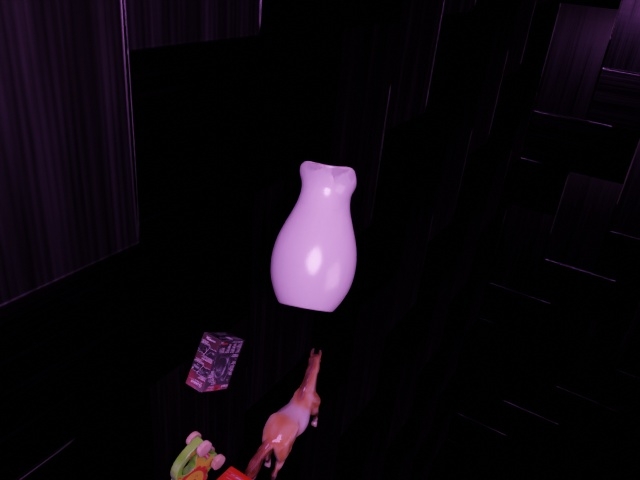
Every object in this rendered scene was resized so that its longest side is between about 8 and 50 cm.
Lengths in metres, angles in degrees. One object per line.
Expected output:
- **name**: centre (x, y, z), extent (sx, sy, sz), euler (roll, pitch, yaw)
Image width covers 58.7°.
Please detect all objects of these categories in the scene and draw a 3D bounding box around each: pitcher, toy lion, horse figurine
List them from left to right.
- **toy lion**: centre (-0.190, 0.340, 0.832), extent (0.096, 0.034, 0.100), euler (-48, 147, -24)
- **horse figurine**: centre (-0.060, 0.345, 1.047), extent (0.263, 0.066, 0.174), euler (-42, 148, -48)
- **pitcher**: centre (0.000, 0.000, 0.872), extent (0.178, 0.126, 0.207), euler (34, 65, -79)

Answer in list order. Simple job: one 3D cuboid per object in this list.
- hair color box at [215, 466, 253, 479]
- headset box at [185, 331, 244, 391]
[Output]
- **hair color box**: centre (-0.180, 0.451, 0.901), extent (0.167, 0.053, 0.093), euler (-28, 133, -56)
- **headset box**: centre (-0.147, 0.171, 0.789), extent (0.062, 0.032, 0.083), euler (19, 92, -64)
